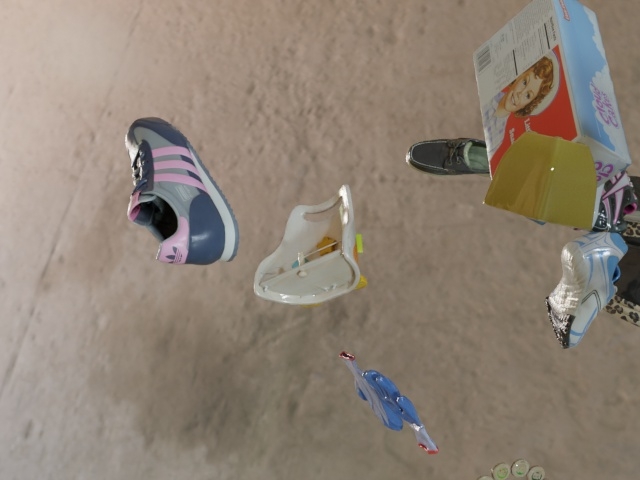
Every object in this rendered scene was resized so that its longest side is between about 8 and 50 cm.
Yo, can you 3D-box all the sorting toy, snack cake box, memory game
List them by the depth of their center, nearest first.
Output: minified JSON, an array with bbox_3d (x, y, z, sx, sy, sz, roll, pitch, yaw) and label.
[{"bbox_3d":[0.000,0.000,0.697,0.083,0.045,0.075,-23,52,35],"label":"sorting toy"},{"bbox_3d":[0.286,-0.173,1.283,0.152,0.089,0.264,-38,40,41],"label":"snack cake box"},{"bbox_3d":[0.353,0.493,1.893,0.186,0.186,0.012,-60,23,3],"label":"memory game"}]

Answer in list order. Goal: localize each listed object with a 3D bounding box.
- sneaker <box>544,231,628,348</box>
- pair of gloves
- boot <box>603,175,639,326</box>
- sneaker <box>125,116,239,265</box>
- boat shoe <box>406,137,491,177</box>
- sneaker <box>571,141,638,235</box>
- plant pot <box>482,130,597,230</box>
[{"bbox_3d":[0.358,0.073,1.369,0.086,0.237,0.085,-12,57,-7],"label":"sneaker"},{"bbox_3d":[0.093,0.236,1.490,0.023,0.159,0.198,-40,20,-15],"label":"pair of gloves"},{"bbox_3d":[0.698,0.048,1.911,0.377,0.284,0.138,15,44,17],"label":"boot"},{"bbox_3d":[-0.248,-0.083,1.550,0.319,0.131,0.112,49,134,36],"label":"sneaker"},{"bbox_3d":[0.276,-0.162,1.930,0.223,0.073,0.080,7,77,5],"label":"boat shoe"},{"bbox_3d":[0.394,-0.067,1.378,0.178,0.077,0.072,-63,-3,-32],"label":"sneaker"},{"bbox_3d":[0.226,-0.063,1.014,0.081,0.081,0.083,22,101,54],"label":"plant pot"}]
